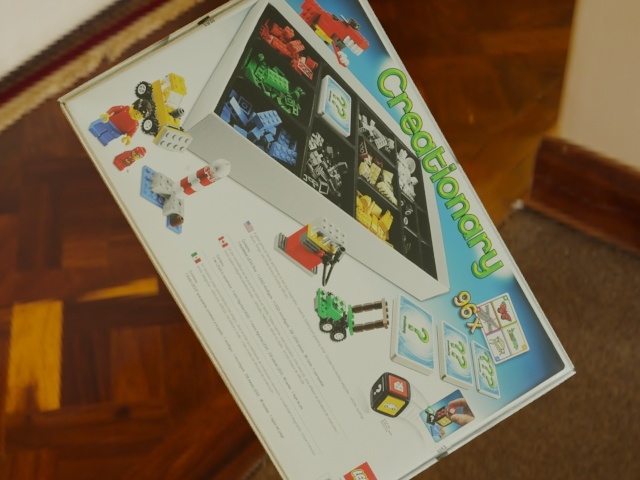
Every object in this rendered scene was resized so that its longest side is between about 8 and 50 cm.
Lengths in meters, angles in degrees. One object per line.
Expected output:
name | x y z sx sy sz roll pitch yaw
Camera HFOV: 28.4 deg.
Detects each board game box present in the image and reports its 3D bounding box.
board game box | 0.000 0.000 0.782 0.193 0.305 0.053 -30 5 -8
